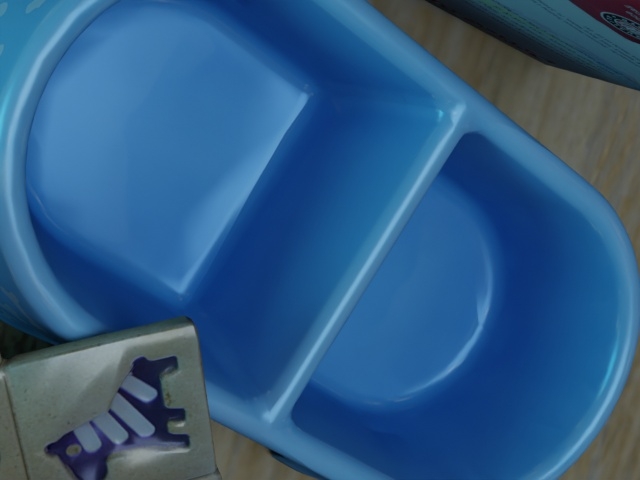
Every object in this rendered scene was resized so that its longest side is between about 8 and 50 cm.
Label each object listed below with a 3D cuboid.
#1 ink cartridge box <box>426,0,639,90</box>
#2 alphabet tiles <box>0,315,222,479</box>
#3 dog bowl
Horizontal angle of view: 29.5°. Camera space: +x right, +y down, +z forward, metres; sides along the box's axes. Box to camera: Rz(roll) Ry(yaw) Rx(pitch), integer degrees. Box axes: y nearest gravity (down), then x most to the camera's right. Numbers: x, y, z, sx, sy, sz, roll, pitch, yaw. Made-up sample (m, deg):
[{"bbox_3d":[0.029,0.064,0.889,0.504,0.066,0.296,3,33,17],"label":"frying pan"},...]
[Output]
[{"bbox_3d":[0.109,-0.121,0.390,0.128,0.176,0.127,21,96,-33],"label":"ink cartridge box"},{"bbox_3d":[-0.192,0.134,0.358,0.342,0.011,0.285,-13,120,-15],"label":"alphabet tiles"},{"bbox_3d":[0.000,0.000,0.429,0.297,0.074,0.166,33,88,-31],"label":"dog bowl"}]
